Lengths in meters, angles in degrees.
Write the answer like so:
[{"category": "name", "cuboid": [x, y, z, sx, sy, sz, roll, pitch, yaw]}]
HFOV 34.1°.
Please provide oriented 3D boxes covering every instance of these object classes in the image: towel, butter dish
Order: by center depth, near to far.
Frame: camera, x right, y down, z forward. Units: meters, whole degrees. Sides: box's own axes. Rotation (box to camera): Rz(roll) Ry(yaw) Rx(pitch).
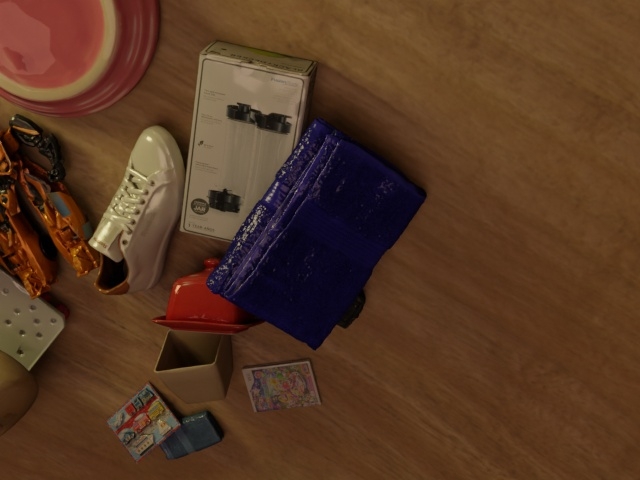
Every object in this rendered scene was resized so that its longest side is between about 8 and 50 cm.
[{"category": "towel", "cuboid": [0.000, 0.000, 1.552, 0.227, 0.076, 0.308, 31, 99, -27]}, {"category": "butter dish", "cuboid": [-0.175, 0.086, 1.680, 0.160, 0.160, 0.118, 4, 91, 10]}, {"category": "towel", "cuboid": [-0.233, 0.344, 1.851, 0.119, 0.029, 0.067, -22, 104, 20]}]

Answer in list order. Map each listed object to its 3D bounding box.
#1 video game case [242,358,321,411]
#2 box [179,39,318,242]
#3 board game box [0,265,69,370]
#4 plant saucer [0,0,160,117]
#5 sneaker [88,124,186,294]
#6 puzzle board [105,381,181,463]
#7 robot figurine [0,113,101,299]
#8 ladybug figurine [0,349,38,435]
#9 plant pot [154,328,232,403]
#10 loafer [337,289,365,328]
[{"category": "video game case", "cuboid": [-0.066, 0.249, 1.788, 0.122, 0.011, 0.087, -9, 112, 15]}, {"category": "box", "cuboid": [-0.109, -0.141, 1.583, 0.169, 0.087, 0.290, 12, 115, 6]}, {"category": "board game box", "cuboid": [-0.690, 0.139, 1.838, 0.390, 0.050, 0.390, 39, 114, -7]}, {"category": "plant saucer", "cuboid": [-0.408, -0.338, 1.551, 0.331, 0.084, 0.332, 3, 113, 7]}, {"category": "sneaker", "cuboid": [-0.291, -0.036, 1.632, 0.105, 0.123, 0.290, 29, 119, 30]}, {"category": "puzzle board", "cuboid": [-0.316, 0.325, 1.852, 0.128, 0.011, 0.096, -43, 80, 24]}, {"category": "robot figurine", "cuboid": [-0.482, -0.058, 1.692, 0.211, 0.085, 0.291, -24, 107, 19]}, {"category": "ladybug figurine", "cuboid": [-0.687, 0.307, 1.730, 0.449, 0.305, 0.162, -31, 77, 1]}, {"category": "plant pot", "cuboid": [-0.201, 0.213, 1.751, 0.108, 0.109, 0.096, -10, 123, 15]}, {"category": "loafer", "cuboid": [-0.037, 0.071, 1.668, 0.223, 0.076, 0.078, 27, 108, -6]}]
